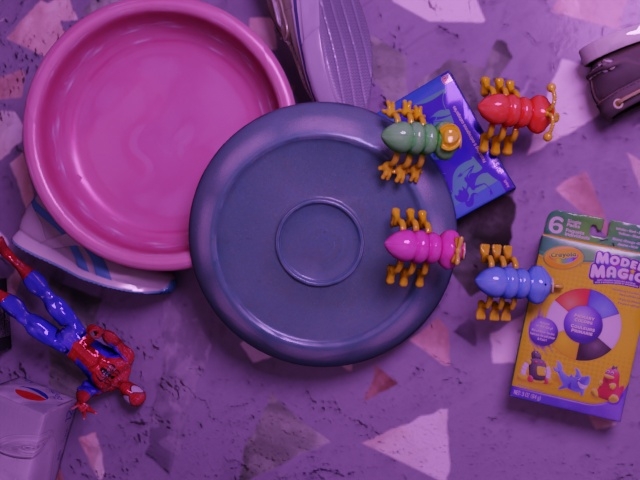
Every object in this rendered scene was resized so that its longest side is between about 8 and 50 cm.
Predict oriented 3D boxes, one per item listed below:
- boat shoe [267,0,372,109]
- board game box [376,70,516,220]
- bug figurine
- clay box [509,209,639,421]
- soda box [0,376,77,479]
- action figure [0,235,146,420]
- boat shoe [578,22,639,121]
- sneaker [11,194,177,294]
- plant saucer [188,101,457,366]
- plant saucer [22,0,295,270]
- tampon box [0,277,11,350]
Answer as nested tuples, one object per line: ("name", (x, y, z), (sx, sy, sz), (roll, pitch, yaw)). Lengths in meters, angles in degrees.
("boat shoe", (-0.014, -0.283, 1.102), (0.094, 0.109, 0.302), (-16, 83, 39))
("board game box", (0.103, -0.080, 1.091), (0.210, 0.047, 0.160), (-30, 85, 14))
("bug figurine", (0.168, -0.048, 0.990), (0.216, 0.072, 0.279), (0, 89, -14))
("clay box", (0.301, 0.082, 1.042), (0.127, 0.053, 0.222), (11, 95, 14))
("soda box", (-0.422, 0.336, 1.217), (0.098, 0.091, 0.286), (20, 96, 13))
("action figure", (-0.328, 0.120, 1.143), (0.280, 0.139, 0.091), (43, 85, -9))
("boat shoe", (0.440, -0.211, 0.973), (0.305, 0.109, 0.091), (-15, 88, 21))
("sneaker", (-0.287, 0.005, 1.177), (0.229, 0.087, 0.092), (23, 89, 9))
("plant saucer", (0.000, 0.000, 1.050), (0.318, 0.043, 0.317), (1, 100, 4))
("plant saucer", (-0.191, -0.129, 1.121), (0.332, 0.084, 0.332), (0, 93, 1))
("tampon box", (-0.506, 0.107, 1.197), (0.120, 0.161, 0.101), (-5, 90, 14))
